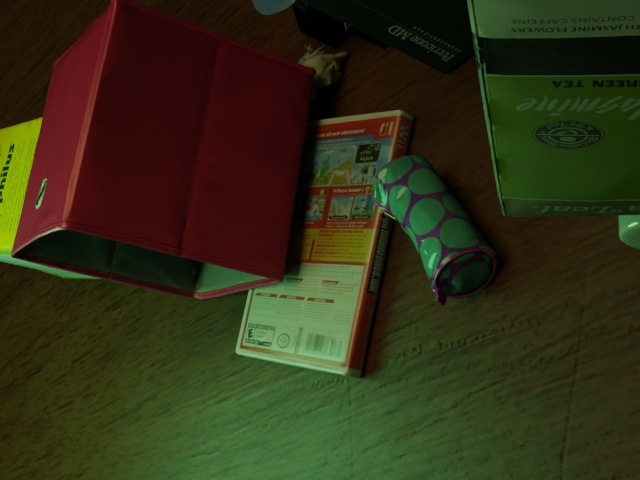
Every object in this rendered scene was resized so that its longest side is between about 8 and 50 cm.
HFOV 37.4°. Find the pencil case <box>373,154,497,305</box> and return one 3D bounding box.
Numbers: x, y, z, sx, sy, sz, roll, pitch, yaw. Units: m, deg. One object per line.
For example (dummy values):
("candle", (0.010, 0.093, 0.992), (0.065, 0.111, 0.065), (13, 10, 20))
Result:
("pencil case", (0.106, -0.013, 0.901), (0.070, 0.064, 0.151), (-40, 45, 11))

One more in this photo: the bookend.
("bookend", (0.032, -0.277, 1.093), (0.157, 0.072, 0.156), (-41, 47, 33))

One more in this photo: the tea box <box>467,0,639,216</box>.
("tea box", (0.249, -0.163, 0.486), (0.329, 0.323, 0.220), (-1, 71, 13))

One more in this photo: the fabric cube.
("fabric cube", (-0.188, -0.089, 1.107), (0.254, 0.259, 0.258), (-14, 65, 60))

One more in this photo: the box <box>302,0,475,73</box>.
("box", (0.100, -0.345, 0.819), (0.312, 0.343, 0.179), (-30, 55, 39))

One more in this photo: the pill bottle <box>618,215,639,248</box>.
("pill bottle", (0.265, -0.104, 0.702), (0.117, 0.117, 0.215), (-14, 65, 47))

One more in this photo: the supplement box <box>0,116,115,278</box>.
("supplement box", (-0.366, -0.056, 1.384), (0.356, 0.194, 0.195), (-1, 75, 50))

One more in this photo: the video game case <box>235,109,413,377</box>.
("video game case", (0.000, 0.000, 1.056), (0.204, 0.025, 0.285), (2, 77, 51))

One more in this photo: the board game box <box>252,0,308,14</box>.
("board game box", (-0.015, -0.328, 1.087), (0.168, 0.033, 0.133), (-57, 34, 10))

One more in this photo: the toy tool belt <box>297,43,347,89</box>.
("toy tool belt", (-0.008, -0.211, 1.142), (0.083, 0.052, 0.051), (10, 52, 49))
